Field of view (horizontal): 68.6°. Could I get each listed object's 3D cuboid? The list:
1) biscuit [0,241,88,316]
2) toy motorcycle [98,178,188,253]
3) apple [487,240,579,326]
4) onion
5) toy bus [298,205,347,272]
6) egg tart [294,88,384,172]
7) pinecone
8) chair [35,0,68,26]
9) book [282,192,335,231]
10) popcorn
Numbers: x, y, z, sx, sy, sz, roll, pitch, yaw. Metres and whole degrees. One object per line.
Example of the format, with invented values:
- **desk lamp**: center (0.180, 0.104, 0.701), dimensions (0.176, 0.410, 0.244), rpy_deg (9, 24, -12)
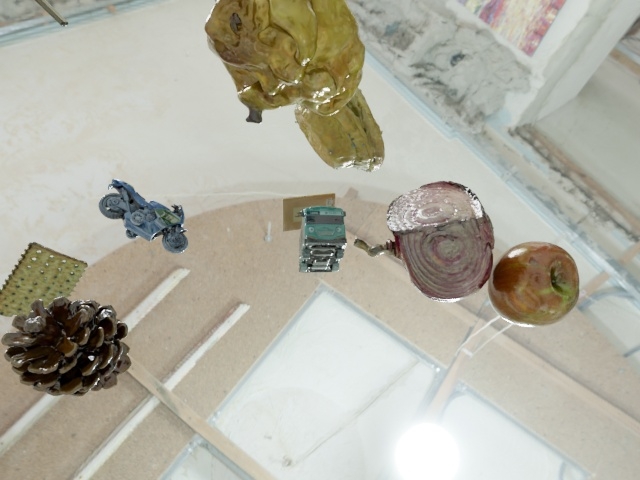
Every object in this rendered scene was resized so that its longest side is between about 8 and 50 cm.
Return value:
- **biscuit**: center (-0.648, 0.107, 1.087), dimensions (0.144, 0.203, 0.016), rpy_deg (28, -168, -34)
- **toy motorcycle**: center (-0.449, -0.068, 1.232), dimensions (0.255, 0.092, 0.135), rpy_deg (31, -128, -10)
- **apple**: center (0.478, 0.102, 1.070), dimensions (0.196, 0.196, 0.195), rpy_deg (4, -122, -7)
- **onion**: center (0.279, 0.010, 1.076), dimensions (0.273, 0.230, 0.256), rpy_deg (-5, -147, 38)
- **toy bus**: center (0.000, 0.000, 0.861), dimensions (0.079, 0.160, 0.091), rpy_deg (0, -111, -6)
- **egg tart**: center (0.040, -0.355, 1.454), dimensions (0.169, 0.388, 0.387), rpy_deg (-35, -111, -7)
- **pinecone**: center (-0.444, 0.184, 0.821), dimensions (0.186, 0.212, 0.168), rpy_deg (6, -101, 0)
- **chair**: center (-0.262, -0.214, 0.274), dimensions (0.221, 0.104, 0.095), rpy_deg (46, -162, -24)
- **book**: center (-0.037, -0.090, 1.491), dimensions (0.172, 0.118, 0.012), rpy_deg (-7, -148, -15)
- **popcorn**: center (-0.076, -0.340, 0.825), dimensions (0.297, 0.280, 0.316), rpy_deg (26, -167, 29)
